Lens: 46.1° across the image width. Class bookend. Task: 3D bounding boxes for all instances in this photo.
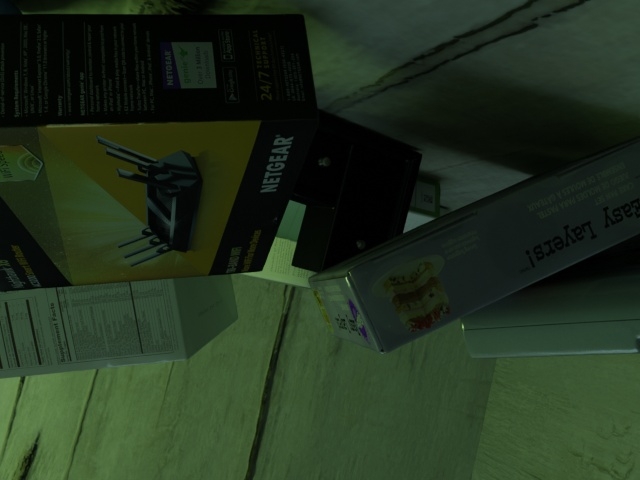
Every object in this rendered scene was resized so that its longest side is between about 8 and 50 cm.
[{"bbox_3d":[0.002,-0.034,0.740,0.157,0.156,0.072,17,176,-30],"label":"bookend"}]

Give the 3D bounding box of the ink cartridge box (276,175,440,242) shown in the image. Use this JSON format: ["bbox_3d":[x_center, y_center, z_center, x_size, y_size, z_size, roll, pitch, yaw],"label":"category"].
[{"bbox_3d":[0.025,-0.041,0.889,0.209,0.062,0.109,13,142,-10],"label":"ink cartridge box"}]

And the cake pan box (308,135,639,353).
[{"bbox_3d":[0.129,0.002,0.614,0.267,0.070,0.246,-24,-179,-10],"label":"cake pan box"}]

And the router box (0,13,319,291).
[{"bbox_3d":[-0.149,-0.048,0.572,0.243,0.081,0.309,-4,161,-12],"label":"router box"}]

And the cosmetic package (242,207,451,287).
[{"bbox_3d":[0.000,0.000,1.151,0.197,0.155,0.365,13,175,-32],"label":"cosmetic package"}]

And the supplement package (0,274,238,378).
[{"bbox_3d":[-0.268,0.040,0.934,0.263,0.198,0.199,-7,-174,11],"label":"supplement package"}]

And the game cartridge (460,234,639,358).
[{"bbox_3d":[0.262,0.034,0.633,0.297,0.062,0.198,-14,-175,-41],"label":"game cartridge"}]

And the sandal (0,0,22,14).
[{"bbox_3d":[-0.358,-0.156,0.595,0.317,0.126,0.138,6,158,30],"label":"sandal"}]
